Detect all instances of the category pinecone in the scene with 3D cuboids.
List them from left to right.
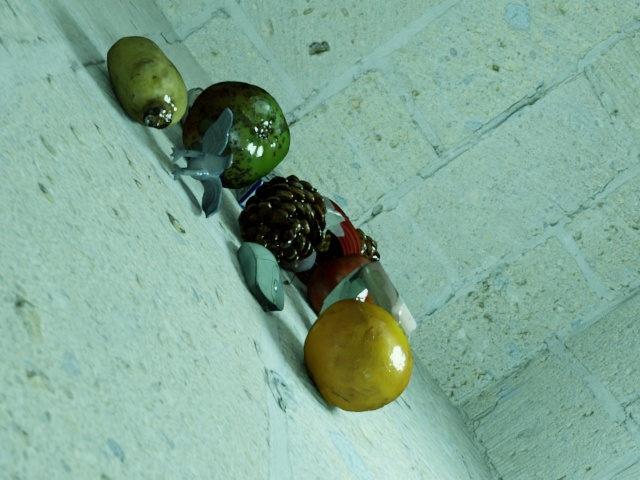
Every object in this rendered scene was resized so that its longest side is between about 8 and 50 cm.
[{"bbox_3d":[-0.094,-0.043,1.818,0.224,0.224,0.272,53,26,-15],"label":"pinecone"},{"bbox_3d":[0.090,0.060,2.589,0.264,0.264,0.264,54,6,-8],"label":"pinecone"}]

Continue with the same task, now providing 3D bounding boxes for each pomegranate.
[{"bbox_3d":[-0.249,-0.277,1.884,0.341,0.285,0.285,7,-37,50],"label":"pomegranate"}]

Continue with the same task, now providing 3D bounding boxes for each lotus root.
[{"bbox_3d":[-0.374,-0.339,1.560,0.160,0.146,0.284,24,28,-43],"label":"lotus root"}]

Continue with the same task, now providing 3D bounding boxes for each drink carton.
[{"bbox_3d":[-0.187,-0.162,2.212,0.130,0.106,0.315,41,10,-24],"label":"drink carton"}]

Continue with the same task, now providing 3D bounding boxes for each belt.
[{"bbox_3d":[0.000,0.000,2.180,0.115,0.227,0.323,-121,-170,-51],"label":"belt"}]

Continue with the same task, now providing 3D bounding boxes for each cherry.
[{"bbox_3d":[-0.065,0.031,1.999,0.115,0.148,0.188,47,5,6],"label":"cherry"}]

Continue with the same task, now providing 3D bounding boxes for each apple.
[{"bbox_3d":[0.077,0.148,2.093,0.234,0.234,0.234,54,6,-8],"label":"apple"}]

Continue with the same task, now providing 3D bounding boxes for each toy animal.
[{"bbox_3d":[-0.244,-0.167,1.580,0.255,0.239,0.176,5,1,41],"label":"toy animal"}]

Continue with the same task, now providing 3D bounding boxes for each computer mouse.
[{"bbox_3d":[-0.123,0.072,1.595,0.113,0.068,0.229,48,8,-39],"label":"computer mouse"}]

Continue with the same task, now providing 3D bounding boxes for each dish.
[{"bbox_3d":[-0.383,-0.370,2.063,0.141,0.078,0.141,6,90,-76],"label":"dish"}]

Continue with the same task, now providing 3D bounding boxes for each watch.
[{"bbox_3d":[0.103,0.206,1.819,0.161,0.241,0.253,55,6,-46],"label":"watch"}]

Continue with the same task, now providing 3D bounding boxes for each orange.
[{"bbox_3d":[0.079,0.245,1.524,0.240,0.240,0.240,54,6,-8],"label":"orange"}]
